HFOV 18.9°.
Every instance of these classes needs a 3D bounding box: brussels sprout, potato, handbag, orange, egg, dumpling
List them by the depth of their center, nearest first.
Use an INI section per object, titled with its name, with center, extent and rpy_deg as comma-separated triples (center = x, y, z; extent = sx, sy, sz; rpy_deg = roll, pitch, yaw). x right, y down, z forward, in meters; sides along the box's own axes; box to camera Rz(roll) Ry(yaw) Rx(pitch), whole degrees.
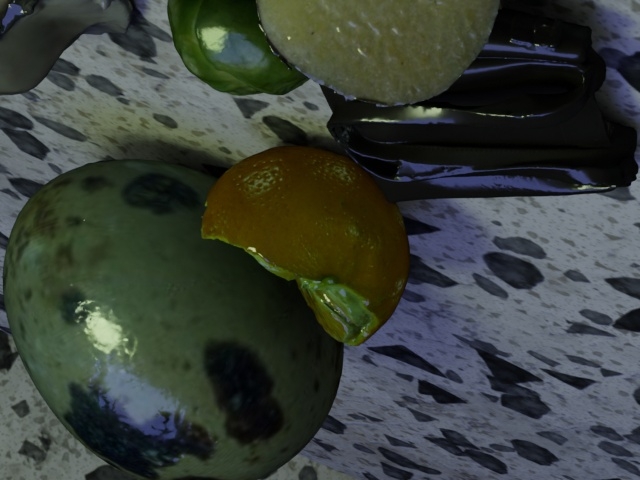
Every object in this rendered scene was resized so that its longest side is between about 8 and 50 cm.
[potato]
center = 0.046, -0.212, 1.487
extent = 0.202, 0.182, 0.117
rpy_deg = 29, -156, 1
[handbag]
center = 0.138, -0.115, 1.662
extent = 0.257, 0.113, 0.285
rpy_deg = 6, 156, 22
[brussels sprout]
center = -0.063, -0.182, 1.667
extent = 0.155, 0.117, 0.155
rpy_deg = 23, 172, 4
[dumpling]
center = -0.312, -0.199, 1.851
extent = 0.293, 0.163, 0.204
rpy_deg = -3, 147, 27
[orange]
center = 0.002, -0.005, 1.989
extent = 0.237, 0.158, 0.179
rpy_deg = 40, -168, -29
[egg]
center = -0.166, 0.089, 2.176
extent = 0.345, 0.345, 0.428
rpy_deg = -4, 133, 51
